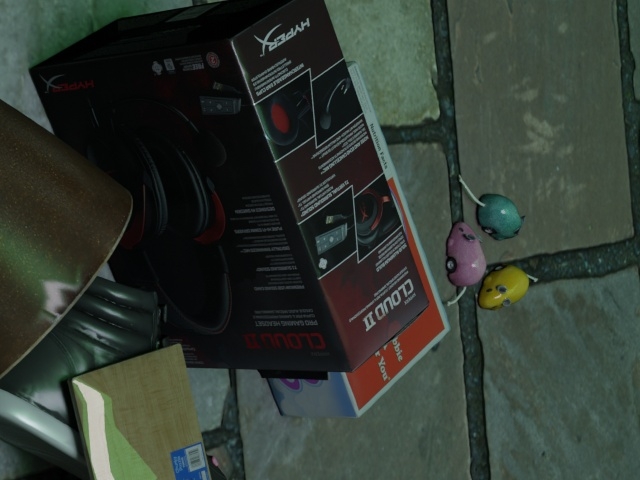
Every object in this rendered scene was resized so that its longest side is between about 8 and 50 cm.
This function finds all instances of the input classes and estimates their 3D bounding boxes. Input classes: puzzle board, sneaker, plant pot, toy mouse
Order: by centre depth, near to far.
[{"bbox_3d":[-0.276,-0.034,1.143,0.230,0.215,0.215,46,54,-19],"label":"plant pot"},{"bbox_3d":[-0.126,0.147,1.285,0.096,0.011,0.128,-16,97,-39],"label":"puzzle board"},{"bbox_3d":[-0.127,0.122,1.354,0.296,0.105,0.146,37,66,-37],"label":"sneaker"},{"bbox_3d":[0.164,0.002,1.752,0.161,0.031,0.143,-30,110,-45],"label":"toy mouse"}]

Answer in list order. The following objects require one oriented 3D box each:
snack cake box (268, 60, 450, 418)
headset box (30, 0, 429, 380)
[{"bbox_3d":[0.000,0.000,1.521,0.152,0.089,0.264,-40,118,-44],"label":"snack cake box"},{"bbox_3d":[-0.062,-0.026,1.353,0.110,0.218,0.293,-38,116,-42],"label":"headset box"}]
